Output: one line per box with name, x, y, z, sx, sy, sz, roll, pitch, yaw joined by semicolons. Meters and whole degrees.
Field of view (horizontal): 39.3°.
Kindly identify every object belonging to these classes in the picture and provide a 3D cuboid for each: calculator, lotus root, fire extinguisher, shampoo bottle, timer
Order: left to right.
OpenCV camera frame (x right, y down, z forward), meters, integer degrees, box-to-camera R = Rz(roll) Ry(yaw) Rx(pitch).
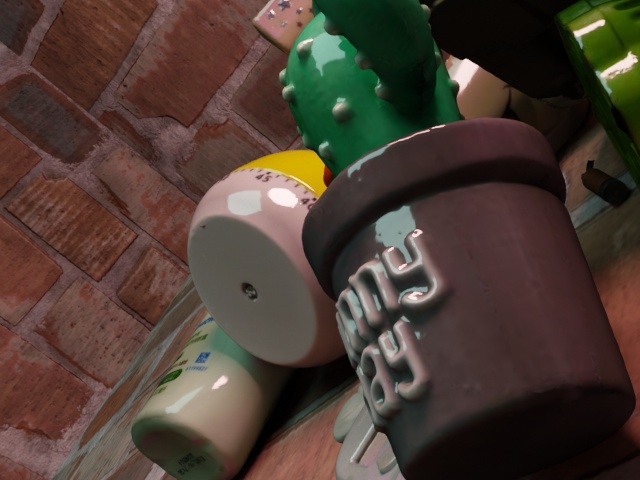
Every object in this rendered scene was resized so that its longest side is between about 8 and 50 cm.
shampoo bottle;-0.109;0.161;1.254;0.222;0.151;0.349;-41;13;51
timer;0.000;0.000;1.121;0.285;0.285;0.285;-48;11;12
calculator;0.094;0.147;0.757;0.184;0.042;0.295;-54;14;-20
fire extinguisher;0.256;-0.055;0.816;0.083;0.023;0.028;-90;5;-75
lotus root;0.282;-0.122;0.639;0.186;0.186;0.186;-48;11;12

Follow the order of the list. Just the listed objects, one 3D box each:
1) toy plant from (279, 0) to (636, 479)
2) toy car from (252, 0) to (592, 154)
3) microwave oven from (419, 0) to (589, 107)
toy plant;0.065;-0.043;0.626;0.185;0.279;0.400;-26;57;13
toy car;0.107;-0.195;1.042;0.242;0.226;0.336;-47;47;2
microwave oven;0.253;-0.310;0.711;0.394;0.333;0.247;-28;53;45
